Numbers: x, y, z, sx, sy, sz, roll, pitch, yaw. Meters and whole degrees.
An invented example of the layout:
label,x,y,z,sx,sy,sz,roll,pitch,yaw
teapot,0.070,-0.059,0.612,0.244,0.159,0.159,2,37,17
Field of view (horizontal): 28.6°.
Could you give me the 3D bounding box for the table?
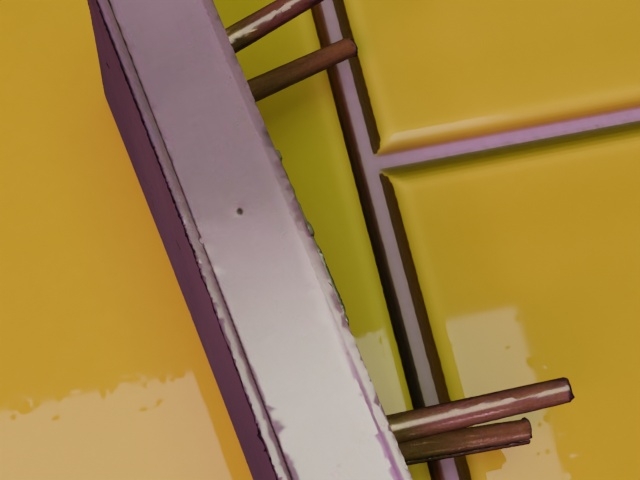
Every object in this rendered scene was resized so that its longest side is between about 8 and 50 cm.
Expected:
label,x,y,z,sx,sy,sz,roll,pitch,yaw
table,0.000,0.000,0.486,0.111,0.121,0.240,-20,73,-11
